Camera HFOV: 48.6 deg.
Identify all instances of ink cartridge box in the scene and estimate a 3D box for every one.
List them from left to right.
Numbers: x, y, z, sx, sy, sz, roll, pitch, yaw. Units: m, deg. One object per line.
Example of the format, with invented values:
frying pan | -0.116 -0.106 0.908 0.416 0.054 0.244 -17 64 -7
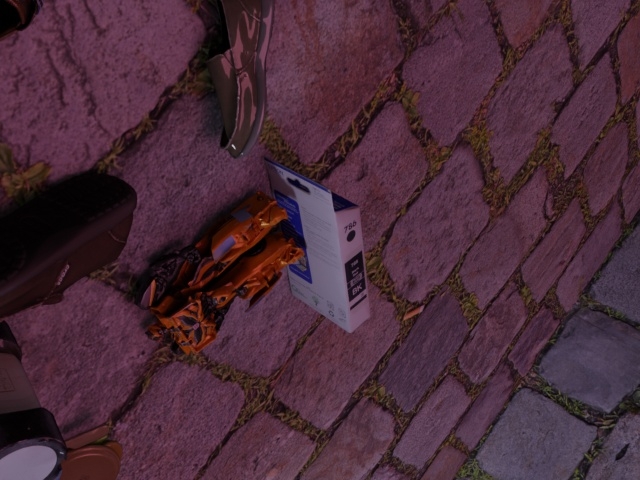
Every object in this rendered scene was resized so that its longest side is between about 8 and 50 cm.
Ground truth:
ink cartridge box | 0.000 0.000 1.238 0.065 0.165 0.333 -37 139 -27

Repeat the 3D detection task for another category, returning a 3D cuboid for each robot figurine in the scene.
robot figurine | -0.164 0.063 1.158 0.291 0.085 0.211 -45 140 -19

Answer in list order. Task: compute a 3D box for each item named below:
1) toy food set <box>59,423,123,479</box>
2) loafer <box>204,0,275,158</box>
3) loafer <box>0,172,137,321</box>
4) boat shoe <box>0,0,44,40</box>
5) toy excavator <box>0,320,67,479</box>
toy food set | -0.384 0.373 1.152 0.132 0.038 0.192 -19 127 -21
loafer | -0.125 -0.242 1.008 0.087 0.094 0.251 1 106 -23
loafer | -0.367 0.048 0.857 0.365 0.133 0.130 -34 142 -39
boat shoe | -0.330 -0.258 0.761 0.183 0.066 0.066 -51 143 -11
toy excavator | -0.463 0.332 0.924 0.432 0.222 0.445 1 125 -46
